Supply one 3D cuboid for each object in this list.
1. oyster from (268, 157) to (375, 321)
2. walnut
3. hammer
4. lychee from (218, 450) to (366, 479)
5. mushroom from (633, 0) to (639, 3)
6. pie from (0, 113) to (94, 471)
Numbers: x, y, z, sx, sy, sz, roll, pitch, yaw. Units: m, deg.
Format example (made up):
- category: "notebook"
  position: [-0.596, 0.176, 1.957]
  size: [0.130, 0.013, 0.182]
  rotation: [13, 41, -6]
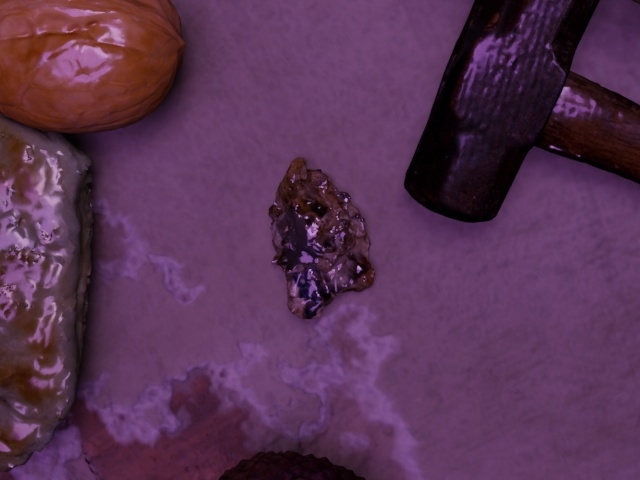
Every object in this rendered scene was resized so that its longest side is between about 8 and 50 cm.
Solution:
- category: "oyster"
  position: [-0.008, -0.006, 0.825]
  size: [0.103, 0.051, 0.148]
  rotation: [-24, 83, 7]
- category: "walnut"
  position: [-0.223, -0.176, 0.791]
  size: [0.206, 0.159, 0.159]
  rotation: [-1, 99, 13]
- category: "hammer"
  position: [0.290, -0.072, 0.721]
  size: [0.409, 0.095, 0.242]
  rotation: [24, 115, 1]
- category: "lychee"
  position: [-0.011, 0.290, 0.813]
  size: [0.188, 0.188, 0.188]
  rotation: [2, 99, 11]
- category: "mushroom"
  position: [0.378, -0.226, 0.631]
  size: [0.328, 0.122, 0.159]
  rotation: [3, 93, -11]
- category: "pie"
  position: [-0.414, 0.060, 0.857]
  size: [0.418, 0.180, 0.395]
  rotation: [-7, 96, 6]
